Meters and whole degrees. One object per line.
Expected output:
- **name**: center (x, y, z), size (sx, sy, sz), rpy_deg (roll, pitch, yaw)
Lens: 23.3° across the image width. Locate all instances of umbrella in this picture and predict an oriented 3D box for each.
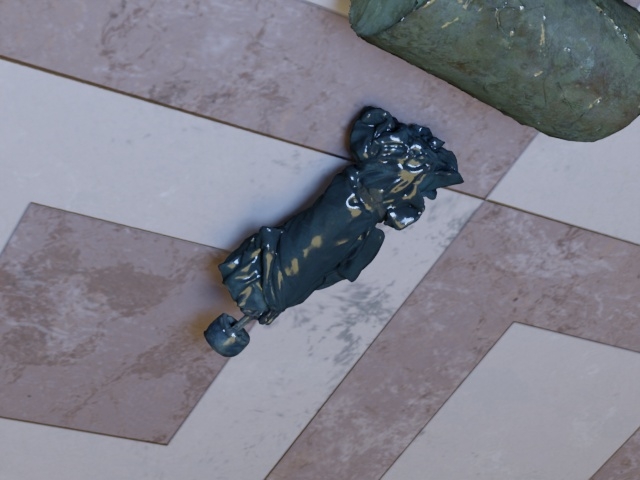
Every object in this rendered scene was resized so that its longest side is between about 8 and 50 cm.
- **umbrella**: center (-0.002, -0.002, 1.719), size (0.143, 0.094, 0.349), rpy_deg (37, 109, -21)

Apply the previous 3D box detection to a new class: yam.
- **yam**: center (0.182, -0.212, 1.523), size (0.304, 0.168, 0.168), rpy_deg (22, 123, -37)
